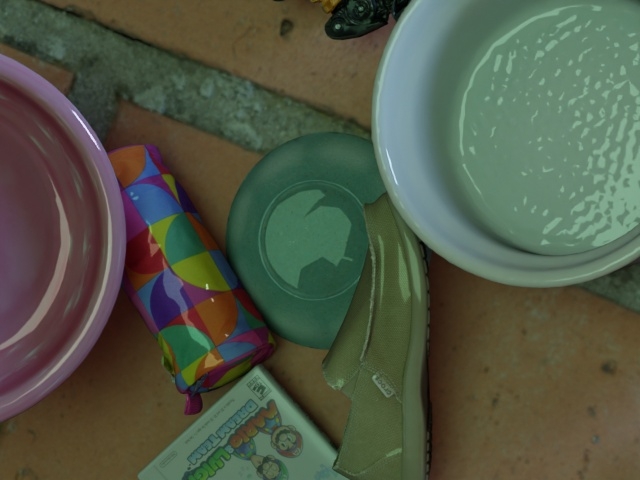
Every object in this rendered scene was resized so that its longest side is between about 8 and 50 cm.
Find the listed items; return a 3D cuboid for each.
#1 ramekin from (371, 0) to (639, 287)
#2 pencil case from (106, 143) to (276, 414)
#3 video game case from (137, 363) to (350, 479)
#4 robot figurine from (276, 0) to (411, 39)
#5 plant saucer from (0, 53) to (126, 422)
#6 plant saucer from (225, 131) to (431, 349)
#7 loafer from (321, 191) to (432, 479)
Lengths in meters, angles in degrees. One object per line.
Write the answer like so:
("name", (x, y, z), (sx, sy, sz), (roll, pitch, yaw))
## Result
("ramekin", (0.191, -0.097, 1.184), (0.277, 0.135, 0.277), (-2, 84, 24))
("pencil case", (-0.136, 0.030, 1.325), (0.104, 0.104, 0.236), (-33, 78, 15))
("video game case", (-0.062, 0.212, 1.322), (0.157, 0.019, 0.143), (-43, 88, 14))
("robot figurine", (0.062, -0.309, 1.265), (0.291, 0.085, 0.211), (-44, 76, 17))
("plant saucer", (-0.333, -0.003, 1.250), (0.332, 0.084, 0.332), (-1, 95, -14))
("plant saucer", (0.000, 0.000, 1.311), (0.195, 0.037, 0.195), (0, 89, 19))
("loafer", (0.046, 0.090, 1.239), (0.092, 0.102, 0.269), (-1, 98, 4))
